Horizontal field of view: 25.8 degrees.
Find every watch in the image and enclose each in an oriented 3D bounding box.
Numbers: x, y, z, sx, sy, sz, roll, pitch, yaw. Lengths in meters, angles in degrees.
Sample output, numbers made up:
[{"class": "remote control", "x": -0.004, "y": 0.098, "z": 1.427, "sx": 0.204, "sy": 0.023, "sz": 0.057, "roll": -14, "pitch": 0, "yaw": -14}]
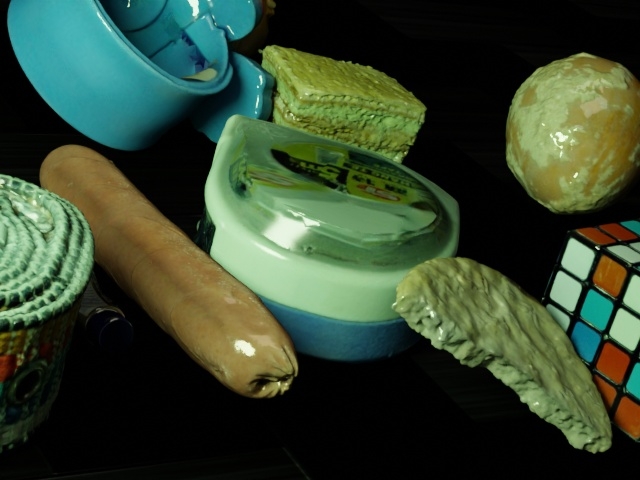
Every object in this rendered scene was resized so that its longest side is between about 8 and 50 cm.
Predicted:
[{"class": "watch", "x": -0.203, "y": -0.205, "z": 1.613, "sx": 0.305, "sy": 0.241, "sz": 0.274, "roll": 54, "pitch": 28, "yaw": 2}]

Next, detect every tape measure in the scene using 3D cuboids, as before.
[{"class": "tape measure", "x": 0.000, "y": -0.002, "z": 1.368, "sx": 0.259, "sy": 0.138, "sz": 0.262, "roll": 14, "pitch": 25, "yaw": 0}]

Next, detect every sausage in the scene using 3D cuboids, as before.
[{"class": "sausage", "x": -0.158, "y": 0.015, "z": 1.299, "sx": 0.088, "sy": 0.087, "sz": 0.433, "roll": -5, "pitch": 31, "yaw": -38}]

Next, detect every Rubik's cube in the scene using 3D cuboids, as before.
[{"class": "Rubik's cube", "x": 0.315, "y": 0.081, "z": 1.358, "sx": 0.151, "sy": 0.154, "sz": 0.155, "roll": -9, "pitch": 35, "yaw": -44}]

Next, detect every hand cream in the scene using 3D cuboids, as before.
[{"class": "hand cream", "x": -0.211, "y": 0.052, "z": 1.253, "sx": 0.062, "sy": 0.039, "sz": 0.163, "roll": 0, "pitch": 23, "yaw": -29}]

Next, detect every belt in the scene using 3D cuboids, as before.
[{"class": "belt", "x": -0.283, "y": 0.033, "z": 1.094, "sx": 0.207, "sy": 0.160, "sz": 0.295, "roll": 16, "pitch": 25, "yaw": 1}]

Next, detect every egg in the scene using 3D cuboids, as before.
[{"class": "egg", "x": 0.328, "y": -0.131, "z": 1.770, "sx": 0.195, "sy": 0.195, "sz": 0.233, "roll": 13, "pitch": 47, "yaw": -6}]

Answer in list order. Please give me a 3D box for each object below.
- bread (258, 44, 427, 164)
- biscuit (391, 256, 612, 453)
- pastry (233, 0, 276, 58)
[{"class": "bread", "x": 0.018, "y": -0.165, "z": 1.736, "sx": 0.196, "sy": 0.102, "sz": 0.138, "roll": 10, "pitch": 23, "yaw": -32}, {"class": "biscuit", "x": 0.171, "y": 0.086, "z": 1.278, "sx": 0.250, "sy": 0.032, "sz": 0.133, "roll": 35, "pitch": 35, "yaw": -16}, {"class": "pastry", "x": -0.212, "y": -0.344, "z": 1.900, "sx": 0.284, "sy": 0.184, "sz": 0.316, "roll": 33, "pitch": 30, "yaw": 34}]
